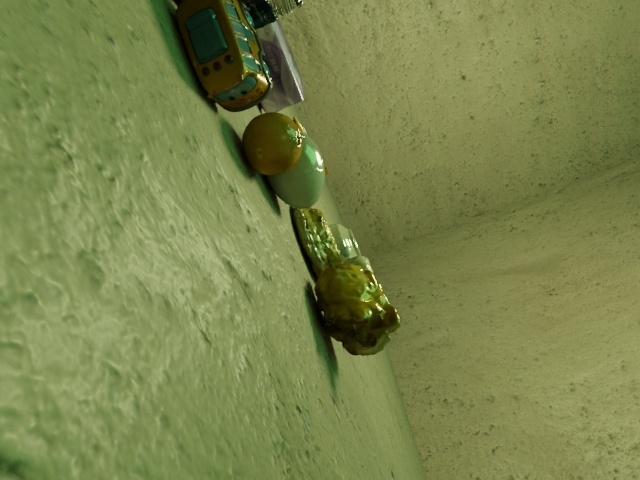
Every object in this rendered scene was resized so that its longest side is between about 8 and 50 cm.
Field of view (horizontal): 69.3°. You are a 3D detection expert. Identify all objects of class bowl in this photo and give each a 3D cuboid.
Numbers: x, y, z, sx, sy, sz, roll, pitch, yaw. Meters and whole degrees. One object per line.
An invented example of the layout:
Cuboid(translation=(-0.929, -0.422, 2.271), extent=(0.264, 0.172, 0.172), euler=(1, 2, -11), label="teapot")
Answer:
Cuboid(translation=(0.084, 0.032, 1.850), extent=(0.238, 0.126, 0.238), euler=(-21, 90, -83), label="bowl")

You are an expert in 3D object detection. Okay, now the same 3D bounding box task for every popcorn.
Cuboid(translation=(0.084, 0.179, 1.185), extent=(0.190, 0.191, 0.254), euler=(108, -22, -46), label="popcorn")

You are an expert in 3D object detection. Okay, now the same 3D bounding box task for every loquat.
Cuboid(translation=(-0.103, -0.209, 1.012), extent=(0.141, 0.141, 0.141), euler=(-21, 90, -84), label="loquat")

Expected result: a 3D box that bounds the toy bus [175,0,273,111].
Cuboid(translation=(-0.184, -0.358, 0.870), extent=(0.136, 0.126, 0.210), euler=(-15, 85, -75), label="toy bus")

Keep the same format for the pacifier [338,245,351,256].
Cuboid(translation=(0.050, 0.033, 1.594), extent=(0.150, 0.116, 0.127), euler=(-104, -169, -53), label="pacifier")

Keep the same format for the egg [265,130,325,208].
Cuboid(translation=(-0.063, -0.177, 1.166), extent=(0.151, 0.151, 0.209), euler=(-99, 169, -60), label="egg")

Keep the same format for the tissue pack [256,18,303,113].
Cuboid(translation=(-0.186, -0.616, 1.488), extent=(0.242, 0.160, 0.338), euler=(-100, 167, -52), label="tissue pack")

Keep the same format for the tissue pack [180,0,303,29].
Cuboid(translation=(-0.201, -0.608, 0.896), extent=(0.416, 0.253, 0.264), euler=(-30, 100, -83), label="tissue pack")

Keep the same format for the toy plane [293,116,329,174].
Cuboid(translation=(-0.074, -0.406, 2.085), extent=(0.316, 0.103, 0.204), euler=(57, 10, -33), label="toy plane")

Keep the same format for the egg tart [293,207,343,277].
Cuboid(translation=(0.000, 0.000, 1.405), extent=(0.279, 0.095, 0.279), euler=(-22, 90, -83), label="egg tart")

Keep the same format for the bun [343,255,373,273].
Cuboid(translation=(0.112, 0.167, 1.576), extent=(0.231, 0.133, 0.231), euler=(171, -90, -83), label="bun")
